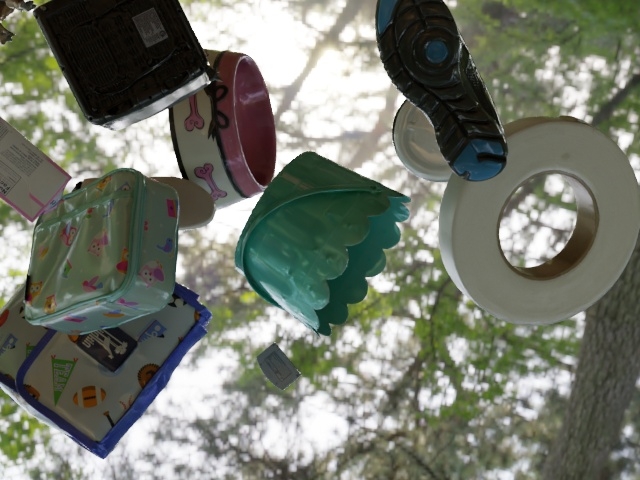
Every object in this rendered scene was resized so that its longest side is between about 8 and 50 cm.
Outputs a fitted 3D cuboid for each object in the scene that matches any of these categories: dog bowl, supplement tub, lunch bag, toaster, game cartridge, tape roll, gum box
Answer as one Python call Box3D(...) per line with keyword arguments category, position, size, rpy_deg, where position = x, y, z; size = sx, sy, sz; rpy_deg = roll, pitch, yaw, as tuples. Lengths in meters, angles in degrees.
Box3D(category="dog bowl", position=(-0.224, -0.278, 2.350), size=(0.150, 0.408, 0.408), rpy_deg=(-6, -148, 14))
Box3D(category="supplement tub", position=(0.259, -0.218, 1.988), size=(0.193, 0.194, 0.316), rpy_deg=(11, -172, 11))
Box3D(category="lunch bag", position=(-0.339, 0.016, 1.471), size=(0.279, 0.107, 0.224), rpy_deg=(-17, -117, 36))
Box3D(category="lunch bag", position=(-0.415, 0.185, 1.763), size=(0.385, 0.239, 0.328), rpy_deg=(21, -114, 40))
Box3D(category="toaster", position=(-0.231, -0.232, 1.189), size=(0.168, 0.186, 0.110), rpy_deg=(-27, 180, 0))
Box3D(category="game cartridge", position=(-0.083, 0.244, 1.860), size=(0.056, 0.017, 0.083), rpy_deg=(-39, -106, -2))
Box3D(category="tape roll", position=(0.405, -0.036, 1.784), size=(0.391, 0.392, 0.072), rpy_deg=(-7, -164, -15))
Box3D(category="gum box", position=(-0.337, -0.096, 0.977), size=(0.062, 0.188, 0.107), rpy_deg=(-50, -164, -7))

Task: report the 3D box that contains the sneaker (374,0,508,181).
Box3D(category="sneaker", position=(0.184, -0.256, 1.513), size=(0.125, 0.341, 0.140), rpy_deg=(-21, -160, 17))

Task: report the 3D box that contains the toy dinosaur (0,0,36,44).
Box3D(category="toy dinosaur", position=(-0.502, -0.460, 1.642), size=(0.295, 0.127, 0.200), rpy_deg=(-22, -102, -25))

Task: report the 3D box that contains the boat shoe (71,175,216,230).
Box3D(category="boat shoe", position=(-0.395, -0.073, 2.250), size=(0.340, 0.158, 0.127), rpy_deg=(8, -105, 9))

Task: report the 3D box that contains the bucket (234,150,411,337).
Box3D(category="bucket", position=(0.000, 0.000, 1.588), size=(0.183, 0.281, 0.281), rpy_deg=(32, -139, 15))
